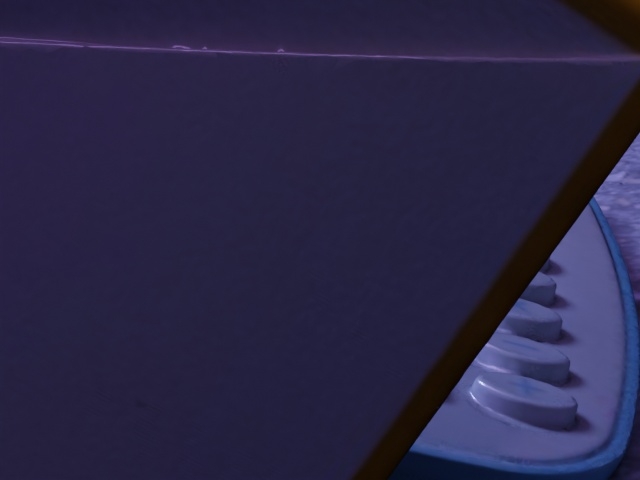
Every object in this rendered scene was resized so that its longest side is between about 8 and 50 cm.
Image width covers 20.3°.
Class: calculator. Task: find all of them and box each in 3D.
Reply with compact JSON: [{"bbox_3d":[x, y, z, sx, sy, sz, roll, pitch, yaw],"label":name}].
[{"bbox_3d":[0.000,0.000,0.725,0.256,0.054,0.386,14,20,-3],"label":"calculator"}]

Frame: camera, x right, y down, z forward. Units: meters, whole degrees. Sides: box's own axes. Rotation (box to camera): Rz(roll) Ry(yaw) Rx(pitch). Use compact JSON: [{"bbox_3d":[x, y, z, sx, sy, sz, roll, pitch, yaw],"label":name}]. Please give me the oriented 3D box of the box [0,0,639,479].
[{"bbox_3d":[-0.114,-0.021,0.425,0.259,0.283,0.214,31,16,-13],"label":"box"}]
